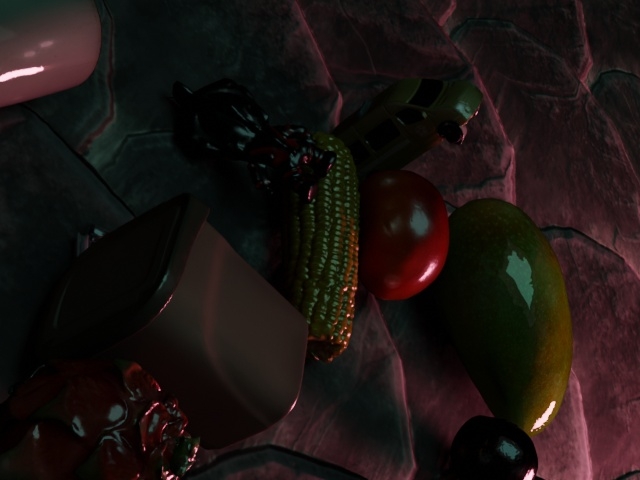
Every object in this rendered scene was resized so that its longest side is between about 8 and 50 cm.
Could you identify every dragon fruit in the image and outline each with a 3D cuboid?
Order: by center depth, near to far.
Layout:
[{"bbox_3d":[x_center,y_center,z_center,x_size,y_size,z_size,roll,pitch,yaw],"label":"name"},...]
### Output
[{"bbox_3d":[-0.259,0.221,1.514,0.192,0.274,0.193,78,3,-62],"label":"dragon fruit"}]

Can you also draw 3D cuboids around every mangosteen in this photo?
[{"bbox_3d":[0.249,0.336,2.125,0.137,0.137,0.151,30,79,-35],"label":"mangosteen"}]

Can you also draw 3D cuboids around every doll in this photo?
[{"bbox_3d":[-0.103,-0.142,2.017,0.248,0.088,0.127,28,31,1],"label":"doll"}]

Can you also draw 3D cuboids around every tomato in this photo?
[{"bbox_3d":[0.118,-0.009,2.147,0.136,0.195,0.195,-3,60,-7],"label":"tomato"}]

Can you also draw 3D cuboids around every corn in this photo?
[{"bbox_3d":[0.000,0.000,2.055,0.120,0.120,0.363,25,50,-38],"label":"corn"}]

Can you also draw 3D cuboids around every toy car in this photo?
[{"bbox_3d":[0.124,-0.175,2.208,0.124,0.256,0.101,46,39,-13],"label":"toy car"}]

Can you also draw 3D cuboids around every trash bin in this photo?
[{"bbox_3d":[-0.157,0.103,1.672,0.250,0.220,0.219,42,39,-31],"label":"trash bin"}]

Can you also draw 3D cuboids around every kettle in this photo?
[{"bbox_3d":[-0.415,-0.248,1.712,0.221,0.161,0.236,37,34,17],"label":"kettle"}]

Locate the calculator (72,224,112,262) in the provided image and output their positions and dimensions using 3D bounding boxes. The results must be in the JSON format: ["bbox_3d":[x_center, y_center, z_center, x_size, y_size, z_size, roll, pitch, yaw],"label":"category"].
[{"bbox_3d":[-0.232,0.120,1.761,0.165,0.028,0.274,24,49,-39],"label":"calculator"}]

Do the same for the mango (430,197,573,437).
[{"bbox_3d":[0.287,0.118,2.253,0.225,0.201,0.382,13,64,-72],"label":"mango"}]
